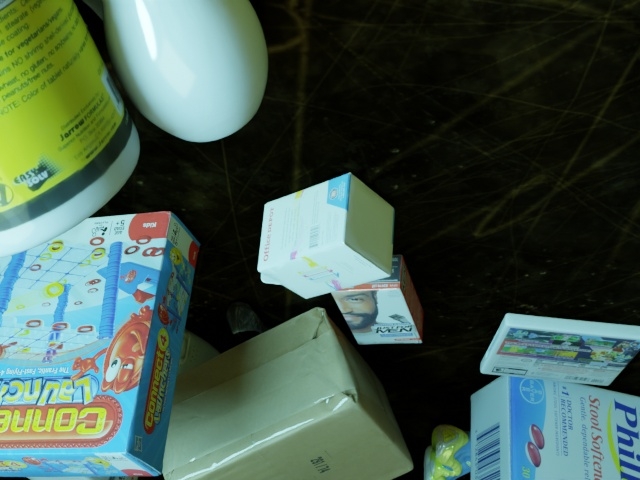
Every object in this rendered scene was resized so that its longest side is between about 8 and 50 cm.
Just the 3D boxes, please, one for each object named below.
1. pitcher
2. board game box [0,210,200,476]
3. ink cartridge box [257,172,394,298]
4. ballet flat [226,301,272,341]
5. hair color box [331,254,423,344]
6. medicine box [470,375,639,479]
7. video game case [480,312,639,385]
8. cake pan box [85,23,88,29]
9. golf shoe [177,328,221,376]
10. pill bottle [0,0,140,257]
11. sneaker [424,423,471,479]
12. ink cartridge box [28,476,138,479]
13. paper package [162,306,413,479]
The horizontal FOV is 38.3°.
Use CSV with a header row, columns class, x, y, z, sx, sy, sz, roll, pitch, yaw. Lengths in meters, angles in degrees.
class,x,y,z,sx,sy,sz,roll,pitch,yaw
pitcher,-0.140,-0.186,0.746,0.178,0.125,0.207,14,145,28
board game box,-0.322,0.124,1.109,0.308,0.301,0.086,-5,149,16
ink cartridge box,0.000,0.000,1.053,0.143,0.092,0.090,-17,144,36
ballet flat,-0.096,0.147,1.363,0.058,0.049,0.173,-9,147,20
hair color box,0.078,0.082,1.223,0.093,0.053,0.167,-3,148,16
medicine box,0.396,0.372,1.465,0.289,0.263,0.149,13,150,-14
video game case,0.351,0.162,1.349,0.201,0.023,0.183,6,150,0
cake pan box,-0.370,-0.154,0.870,0.267,0.070,0.246,18,150,-22
golf shoe,-0.254,0.143,1.327,0.306,0.115,0.140,24,142,-31
pill bottle,-0.279,-0.164,0.659,0.188,0.188,0.334,-7,128,20
sneaker,0.265,0.424,1.750,0.126,0.091,0.240,4,149,1
ink cartridge box,-0.393,0.312,1.541,0.117,0.207,0.283,0,150,12
paper package,-0.055,0.285,1.386,0.310,0.168,0.325,-26,145,7
